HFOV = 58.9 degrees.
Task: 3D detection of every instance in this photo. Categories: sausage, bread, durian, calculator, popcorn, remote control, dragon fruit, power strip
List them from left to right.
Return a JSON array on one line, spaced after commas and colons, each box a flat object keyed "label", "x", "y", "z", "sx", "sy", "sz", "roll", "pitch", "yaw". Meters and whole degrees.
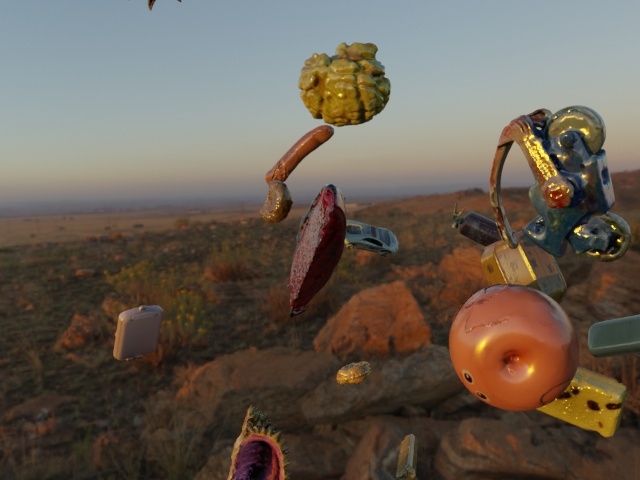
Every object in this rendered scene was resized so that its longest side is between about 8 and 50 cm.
[{"label": "calculator", "x": -0.415, "y": 0.211, "z": 1.292, "sx": 0.100, "sy": 0.175, "sz": 0.032, "roll": -8, "pitch": 43, "yaw": -37}, {"label": "durian", "x": -0.156, "y": 0.511, "z": 1.300, "sx": 0.153, "sy": 0.261, "sz": 0.186, "roll": 16, "pitch": 17, "yaw": -24}, {"label": "bread", "x": -0.109, "y": -0.096, "z": 1.486, "sx": 0.060, "sy": 0.113, "sz": 0.082, "roll": 6, "pitch": 23, "yaw": -48}, {"label": "sausage", "x": -0.076, "y": -0.291, "z": 1.920, "sx": 0.304, "sy": 0.078, "sz": 0.078, "roll": -41, "pitch": -9, "yaw": 20}, {"label": "dragon fruit", "x": 0.000, "y": 0.000, "z": 1.456, "sx": 0.100, "sy": 0.344, "sz": 0.282, "roll": 13, "pitch": 26, "yaw": -15}, {"label": "popcorn", "x": 0.069, "y": -0.446, "z": 1.629, "sx": 0.257, "sy": 0.224, "sz": 0.270, "roll": -20, "pitch": 40, "yaw": -3}, {"label": "bread", "x": 0.090, "y": 0.349, "z": 1.493, "sx": 0.083, "sy": 0.044, "sz": 0.110, "roll": -19, "pitch": -6, "yaw": 22}, {"label": "power strip", "x": 0.302, "y": 0.754, "z": 1.959, "sx": 0.064, "sy": 0.044, "sz": 0.305, "roll": -45, "pitch": -5, "yaw": 12}, {"label": "bread", "x": 0.581, "y": 0.370, "z": 1.452, "sx": 0.361, "sy": 0.138, "sz": 0.077, "roll": 18, "pitch": 28, "yaw": 30}, {"label": "remote control", "x": 0.711, "y": 0.192, "z": 1.204, "sx": 0.038, "sy": 0.090, "sz": 0.309, "roll": 32, "pitch": -33, "yaw": -22}]

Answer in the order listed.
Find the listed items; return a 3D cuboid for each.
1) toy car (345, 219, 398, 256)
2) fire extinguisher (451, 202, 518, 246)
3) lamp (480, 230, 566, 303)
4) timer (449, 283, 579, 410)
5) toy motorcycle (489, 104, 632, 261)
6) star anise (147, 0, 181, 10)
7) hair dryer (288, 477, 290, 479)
[{"label": "toy car", "x": 0.152, "y": -0.010, "z": 1.748, "sx": 0.204, "sy": 0.095, "sz": 0.056, "roll": 11, "pitch": -41, "yaw": -16}, {"label": "fire extinguisher", "x": 0.585, "y": -0.037, "z": 2.010, "sx": 0.269, "sy": 0.105, "sz": 0.105, "roll": 29, "pitch": 16, "yaw": 17}, {"label": "lamp", "x": 0.463, "y": 0.078, "z": 1.295, "sx": 0.161, "sy": 0.185, "sz": 0.161, "roll": -23, "pitch": -10, "yaw": -4}, {"label": "timer", "x": 0.353, "y": 0.194, "z": 1.047, "sx": 0.229, "sy": 0.230, "sz": 0.215, "roll": -1, "pitch": 3, "yaw": 12}, {"label": "toy motorcycle", "x": 0.471, "y": -0.106, "z": 1.138, "sx": 0.182, "sy": 0.319, "sz": 0.241, "roll": -19, "pitch": 7, "yaw": -22}, {"label": "star anise", "x": -0.338, "y": -0.525, "z": 1.130, "sx": 0.141, "sy": 0.042, "sz": 0.141, "roll": -12, "pitch": -30, "yaw": -7}, {"label": "hair dryer", "x": -0.136, "y": 0.824, "z": 1.544, "sx": 0.312, "sy": 0.340, "sz": 0.123, "roll": -46, "pitch": 28, "yaw": -17}]
